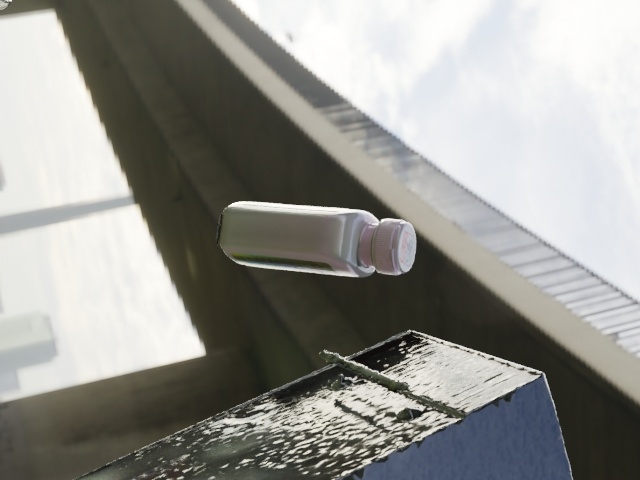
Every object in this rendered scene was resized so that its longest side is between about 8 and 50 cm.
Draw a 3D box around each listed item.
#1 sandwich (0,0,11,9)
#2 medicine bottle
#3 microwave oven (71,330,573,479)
[{"bbox_3d":[-0.485,-0.273,1.527,0.079,0.163,0.113,-8,114,-81],"label":"sandwich"},{"bbox_3d":[0.000,0.000,1.421,0.115,0.219,0.078,22,75,-63],"label":"medicine bottle"},{"bbox_3d":[0.000,0.321,1.088,0.236,0.432,0.374,15,-55,62],"label":"microwave oven"}]
